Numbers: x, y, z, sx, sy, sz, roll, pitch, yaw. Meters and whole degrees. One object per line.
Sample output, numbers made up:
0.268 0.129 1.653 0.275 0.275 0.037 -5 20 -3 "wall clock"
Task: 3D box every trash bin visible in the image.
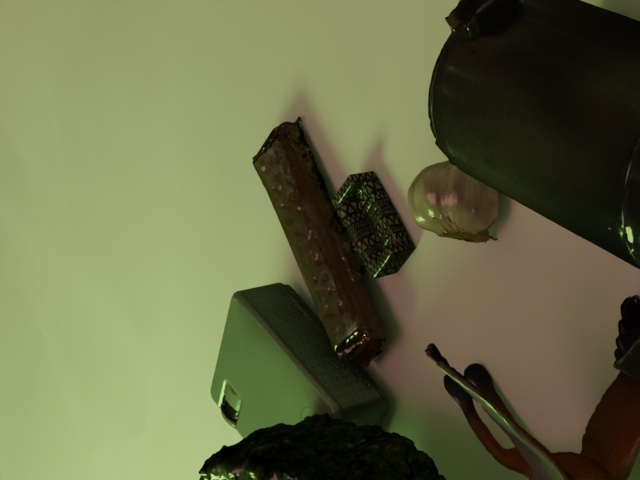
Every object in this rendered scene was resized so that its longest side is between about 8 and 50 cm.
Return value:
0.263 -0.098 1.487 0.301 0.203 0.252 33 158 48 "trash bin"

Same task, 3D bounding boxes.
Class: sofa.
0.062 -0.019 1.955 0.118 0.039 0.060 63 143 23 "sofa"

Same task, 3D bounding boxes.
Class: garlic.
0.144 -0.048 1.792 0.113 0.074 0.094 3 85 30 "garlic"

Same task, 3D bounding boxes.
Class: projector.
-0.028 0.200 2.104 0.257 0.099 0.192 46 134 38 "projector"

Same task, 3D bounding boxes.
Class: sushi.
0.010 0.358 1.857 0.352 0.178 0.294 -1 104 59 "sushi"

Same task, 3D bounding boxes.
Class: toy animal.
0.223 0.233 1.680 0.284 0.225 0.302 117 136 -67 "toy animal"

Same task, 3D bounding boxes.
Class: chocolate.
-0.006 0.002 2.042 0.102 0.065 0.329 -53 54 50 "chocolate"

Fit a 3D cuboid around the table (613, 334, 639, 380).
0.359 0.183 1.207 0.282 0.250 0.196 28 137 -1 "table"
